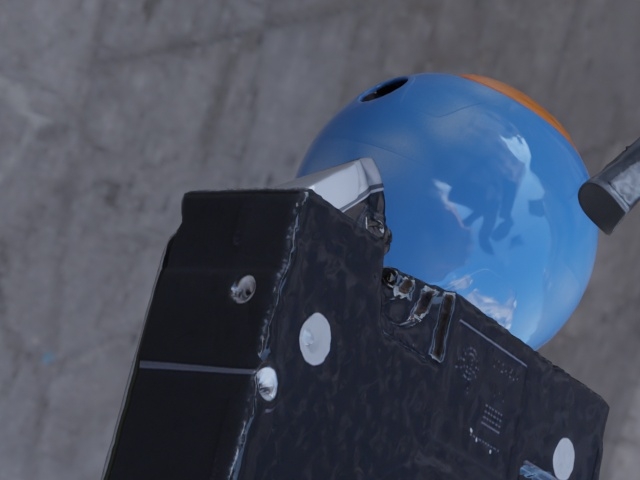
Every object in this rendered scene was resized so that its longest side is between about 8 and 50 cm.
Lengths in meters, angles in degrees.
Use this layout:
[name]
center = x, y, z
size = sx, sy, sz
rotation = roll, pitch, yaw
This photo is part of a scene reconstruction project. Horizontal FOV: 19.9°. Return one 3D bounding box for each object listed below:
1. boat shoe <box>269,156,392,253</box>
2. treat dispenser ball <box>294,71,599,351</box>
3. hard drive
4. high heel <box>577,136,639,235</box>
[boat shoe]
center = 0.000, 0.000, 1.047
size = 0.228, 0.080, 0.076
rotation = -31, 102, -81
[treat dispenser ball]
center = 0.112, -0.013, 1.691
size = 0.288, 0.288, 0.288
rotation = -49, 149, -43
[hard drive]
center = -0.002, 0.180, 0.644
size = 0.237, 0.064, 0.339
rotation = 33, 63, -48
[high heel]
center = 0.322, 0.009, 1.284
size = 0.186, 0.261, 0.093
rotation = -37, 176, -32
